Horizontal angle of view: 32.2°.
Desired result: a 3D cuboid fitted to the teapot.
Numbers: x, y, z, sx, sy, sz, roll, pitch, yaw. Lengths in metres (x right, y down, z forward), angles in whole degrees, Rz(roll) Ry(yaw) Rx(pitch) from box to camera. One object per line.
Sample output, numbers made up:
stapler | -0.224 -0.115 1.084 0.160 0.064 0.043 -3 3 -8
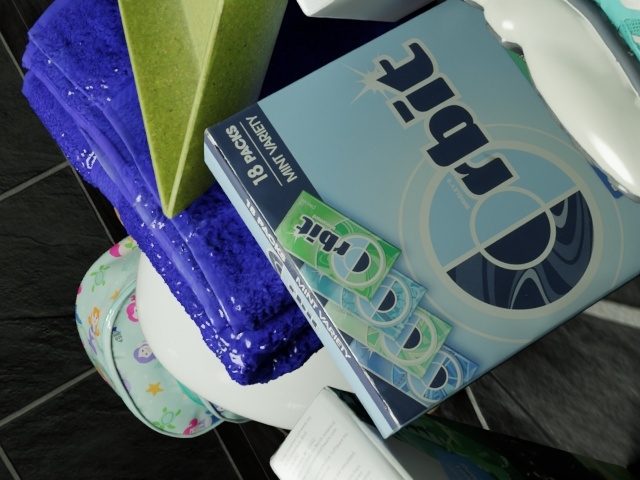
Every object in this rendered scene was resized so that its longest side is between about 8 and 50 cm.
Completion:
teapot | 0.000 0.000 0.760 0.256 0.252 0.187 20 115 11

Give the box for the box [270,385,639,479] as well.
box | 0.149 0.189 0.560 0.322 0.058 0.232 25 -164 -47

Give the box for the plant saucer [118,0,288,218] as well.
plant saucer | -0.062 -0.139 0.582 0.188 0.045 0.188 113 147 -50

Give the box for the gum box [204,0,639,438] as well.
gum box | 0.065 -0.025 0.511 0.157 0.184 0.041 56 164 12

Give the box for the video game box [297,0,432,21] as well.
video game box | -0.010 -0.194 0.523 0.187 0.048 0.205 63 -163 -2

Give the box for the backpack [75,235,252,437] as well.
backpack | -0.114 0.078 1.149 0.191 0.253 0.225 39 154 53

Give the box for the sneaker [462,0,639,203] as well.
sneaker | 0.108 -0.123 0.407 0.275 0.107 0.110 56 132 36

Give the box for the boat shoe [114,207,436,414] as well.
boat shoe | -0.024 0.028 0.989 0.342 0.123 0.123 34 -168 6

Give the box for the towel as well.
towel | -0.047 -0.089 0.670 0.308 0.227 0.076 49 -177 33
